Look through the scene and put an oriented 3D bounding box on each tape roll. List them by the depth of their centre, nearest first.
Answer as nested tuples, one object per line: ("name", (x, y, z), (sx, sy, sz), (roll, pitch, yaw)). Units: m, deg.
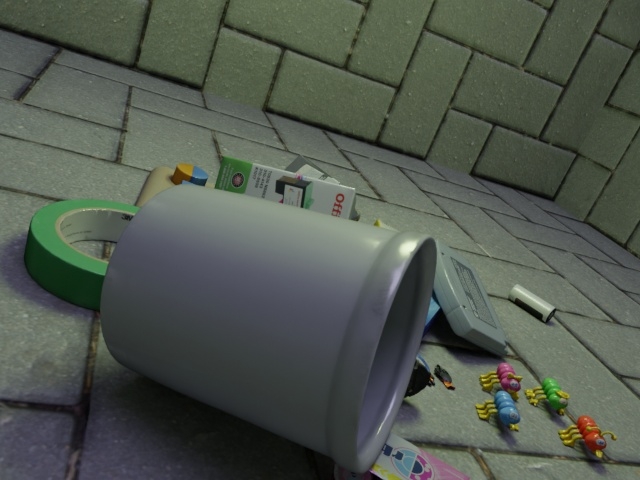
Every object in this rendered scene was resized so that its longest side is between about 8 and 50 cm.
("tape roll", (-0.397, 0.023, 1.128), (0.321, 0.077, 0.321), (20, 21, -8))

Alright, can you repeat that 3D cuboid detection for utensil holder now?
("utensil holder", (-0.064, 0.103, 0.840), (0.385, 0.327, 0.327), (16, 18, 21))

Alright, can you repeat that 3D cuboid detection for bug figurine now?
("bug figurine", (0.452, 0.340, 1.191), (0.279, 0.072, 0.216), (18, 21, -9))

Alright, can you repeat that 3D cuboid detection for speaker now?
("speaker", (0.645, 0.190, 1.763), (0.136, 0.055, 0.055), (37, 26, 33))

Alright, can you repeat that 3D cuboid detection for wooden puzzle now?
("wooden puzzle", (-0.296, -0.111, 1.544), (0.348, 0.080, 0.322), (16, 22, -15))

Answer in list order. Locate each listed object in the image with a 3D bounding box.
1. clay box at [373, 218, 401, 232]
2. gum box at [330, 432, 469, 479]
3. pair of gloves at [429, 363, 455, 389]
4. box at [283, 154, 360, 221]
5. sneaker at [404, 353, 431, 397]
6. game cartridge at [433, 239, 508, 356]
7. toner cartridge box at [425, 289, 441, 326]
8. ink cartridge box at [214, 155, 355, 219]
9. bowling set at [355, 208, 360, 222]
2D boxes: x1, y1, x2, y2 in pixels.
("clay box", (0.196, 0.030, 1.485), (0.127, 0.053, 0.222), (29, 20, -10))
("gum box", (0.115, 0.351, 0.848), (0.188, 0.062, 0.107), (27, 21, 13))
("pair of gloves", (0.239, 0.281, 1.212), (0.083, 0.010, 0.074), (14, 22, -22))
("box", (-0.061, -0.047, 1.341), (0.163, 0.247, 0.142), (40, -7, 40))
("sneaker", (0.071, 0.181, 1.129), (0.330, 0.130, 0.147), (29, 25, 18))
("game cartridge", (0.356, 0.137, 1.444), (0.196, 0.060, 0.294), (34, 30, -35))
("toner cartridge box", (0.220, 0.144, 1.435), (0.165, 0.075, 0.348), (30, 22, 16))
("ink cartridge box", (-0.082, -0.036, 1.180), (0.278, 0.201, 0.117), (14, -5, 3))
("bowling set", (0.000, 0.000, 1.459), (0.200, 0.154, 0.287), (18, 21, -10))
